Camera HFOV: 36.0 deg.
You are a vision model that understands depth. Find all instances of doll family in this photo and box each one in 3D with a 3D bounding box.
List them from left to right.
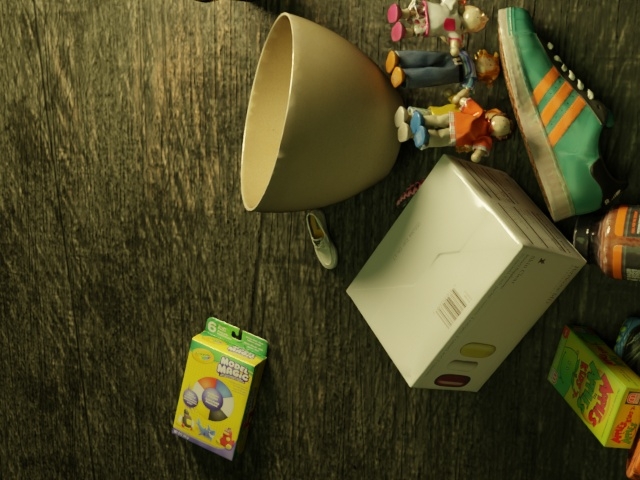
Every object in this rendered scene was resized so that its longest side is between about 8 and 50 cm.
[{"bbox_3d":[0.180,-0.213,1.362,0.118,0.163,0.263,127,136,-66],"label":"doll family"}]

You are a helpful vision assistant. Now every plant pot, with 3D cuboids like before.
[{"bbox_3d":[0.010,-0.167,1.423,0.191,0.284,0.284,9,111,-16],"label":"plant pot"}]

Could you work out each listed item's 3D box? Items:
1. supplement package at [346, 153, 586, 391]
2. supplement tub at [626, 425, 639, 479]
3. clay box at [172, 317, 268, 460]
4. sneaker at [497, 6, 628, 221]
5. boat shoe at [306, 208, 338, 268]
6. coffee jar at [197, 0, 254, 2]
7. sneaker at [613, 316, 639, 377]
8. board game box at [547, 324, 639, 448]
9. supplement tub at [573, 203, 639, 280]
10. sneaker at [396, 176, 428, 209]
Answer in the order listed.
[{"bbox_3d":[0.198,0.051,1.391,0.262,0.145,0.204,-56,46,25],"label":"supplement package"},{"bbox_3d":[0.586,0.286,1.272,0.338,0.207,0.207,16,109,13],"label":"supplement tub"},{"bbox_3d":[-0.174,0.255,1.706,0.127,0.053,0.222,20,111,18],"label":"clay box"},{"bbox_3d":[0.329,-0.185,1.350,0.121,0.108,0.302,-18,91,9],"label":"sneaker"},{"bbox_3d":[0.000,0.000,1.573,0.035,0.035,0.100,-11,98,26],"label":"boat shoe"},{"bbox_3d":[-0.132,-0.397,1.446,0.096,0.184,0.079,-31,89,27],"label":"coffee jar"},{"bbox_3d":[0.448,0.204,1.406,0.078,0.067,0.188,16,108,23],"label":"sneaker"},{"bbox_3d":[0.385,0.200,1.375,0.043,0.181,0.092,8,110,-16],"label":"board game box"},{"bbox_3d":[0.447,0.005,1.334,0.198,0.106,0.106,6,106,23],"label":"supplement tub"},{"bbox_3d":[0.169,-0.068,1.478,0.119,0.047,0.057,-28,102,29],"label":"sneaker"}]
